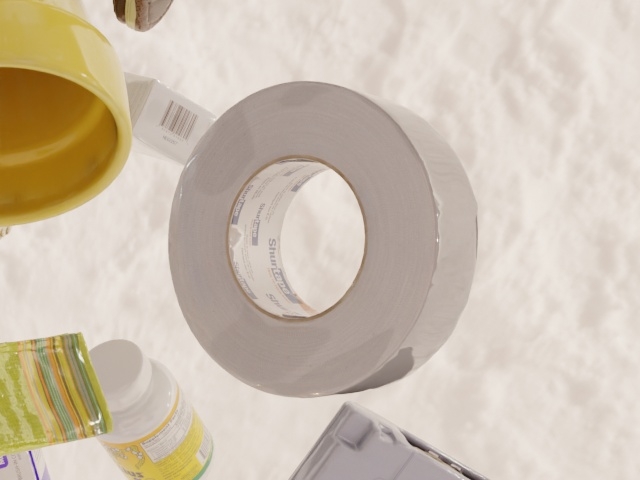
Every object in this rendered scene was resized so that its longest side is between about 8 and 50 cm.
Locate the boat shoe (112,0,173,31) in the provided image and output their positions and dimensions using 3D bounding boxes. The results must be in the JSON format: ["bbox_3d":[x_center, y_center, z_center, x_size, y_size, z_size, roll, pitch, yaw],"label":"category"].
[{"bbox_3d":[-0.172,-0.330,1.424,0.095,0.258,0.095,23,28,16],"label":"boat shoe"}]

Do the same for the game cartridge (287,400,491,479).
[{"bbox_3d":[0.080,0.274,1.212,0.294,0.060,0.196,33,94,-22],"label":"game cartridge"}]

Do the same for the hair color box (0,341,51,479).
[{"bbox_3d":[-0.482,0.248,1.632,0.338,0.110,0.185,-15,100,-3],"label":"hair color box"}]

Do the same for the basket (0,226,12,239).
[{"bbox_3d":[-0.486,-0.221,1.815,0.266,0.331,0.328,7,55,-8],"label":"basket"}]

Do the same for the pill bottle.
[{"bbox_3d":[-0.212,0.212,1.780,0.117,0.208,0.118,-11,48,13],"label":"pill bottle"}]

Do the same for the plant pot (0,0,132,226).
[{"bbox_3d":[-0.318,-0.178,1.430,0.253,0.254,0.239,-4,56,-11],"label":"plant pot"}]

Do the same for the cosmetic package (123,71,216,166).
[{"bbox_3d":[-0.256,-0.170,1.983,0.117,0.231,0.086,30,81,-39],"label":"cosmetic package"}]

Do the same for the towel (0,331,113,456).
[{"bbox_3d":[-0.269,0.134,1.284,0.021,0.237,0.102,-31,76,27],"label":"towel"}]

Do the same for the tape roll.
[{"bbox_3d":[0.000,0.000,1.053,0.219,0.072,0.219,-1,88,31],"label":"tape roll"}]
